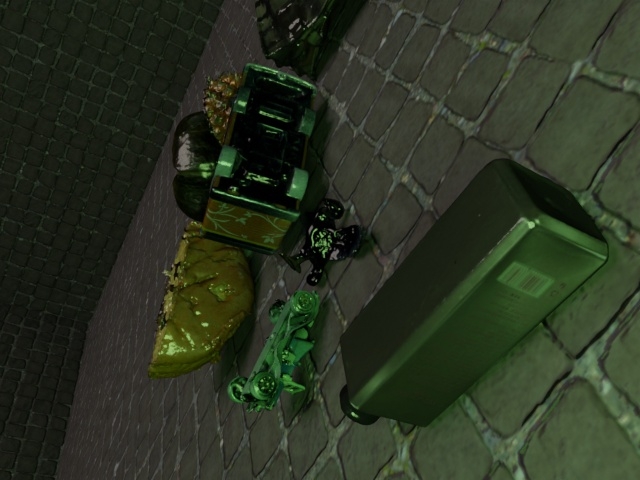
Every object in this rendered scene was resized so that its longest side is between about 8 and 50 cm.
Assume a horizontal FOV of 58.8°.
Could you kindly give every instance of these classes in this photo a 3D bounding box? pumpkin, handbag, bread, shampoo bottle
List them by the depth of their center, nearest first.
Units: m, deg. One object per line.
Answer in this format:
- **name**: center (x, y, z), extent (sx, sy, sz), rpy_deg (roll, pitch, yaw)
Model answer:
- **shampoo bottle**: center (0.093, 0.059, 0.433), extent (0.246, 0.080, 0.079), rpy_deg (-54, 26, 30)
- **bread**: center (-0.194, 0.106, 0.947), extent (0.160, 0.147, 0.260), rpy_deg (124, 154, -47)
- **handbag**: center (-0.003, -0.502, 1.011), extent (0.325, 0.163, 0.326), rpy_deg (-51, 37, 44)
- **pumpkin**: center (-0.226, -0.154, 1.183), extent (0.238, 0.159, 0.237), rpy_deg (179, 90, -76)

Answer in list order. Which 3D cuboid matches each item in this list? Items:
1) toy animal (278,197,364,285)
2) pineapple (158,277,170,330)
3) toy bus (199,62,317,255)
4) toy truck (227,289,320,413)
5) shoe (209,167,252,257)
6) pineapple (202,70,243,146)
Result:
- **toy animal**: center (0.000, 0.000, 0.727), extent (0.108, 0.062, 0.220), rpy_deg (-54, 21, -9)
- **pineapple**: center (-0.336, 0.152, 1.312), extent (0.074, 0.074, 0.159), rpy_deg (-115, 42, -59)
- **toy bus**: center (-0.095, -0.128, 0.896), extent (0.167, 0.139, 0.275), rpy_deg (123, 158, -53)
- **toy truck**: center (-0.040, 0.136, 0.686), extent (0.080, 0.078, 0.154), rpy_deg (-32, 27, 54)
- **shoe**: center (-0.159, -0.059, 1.011), extent (0.078, 0.079, 0.195), rpy_deg (-10, -81, -75)
- **pineapple**: center (-0.118, -0.243, 1.065), extent (0.137, 0.161, 0.175), rpy_deg (-13, 83, 28)
